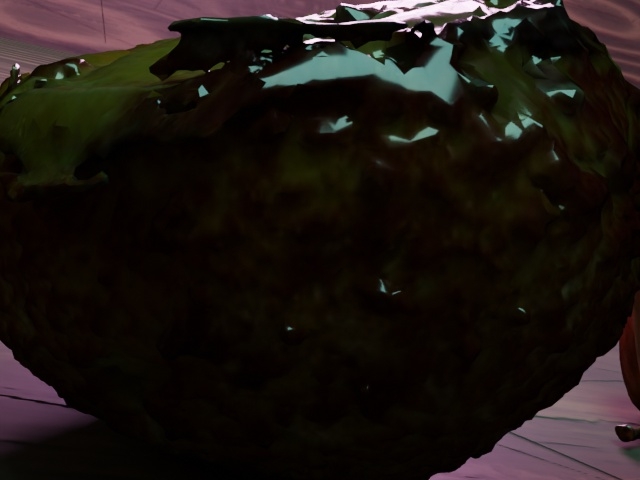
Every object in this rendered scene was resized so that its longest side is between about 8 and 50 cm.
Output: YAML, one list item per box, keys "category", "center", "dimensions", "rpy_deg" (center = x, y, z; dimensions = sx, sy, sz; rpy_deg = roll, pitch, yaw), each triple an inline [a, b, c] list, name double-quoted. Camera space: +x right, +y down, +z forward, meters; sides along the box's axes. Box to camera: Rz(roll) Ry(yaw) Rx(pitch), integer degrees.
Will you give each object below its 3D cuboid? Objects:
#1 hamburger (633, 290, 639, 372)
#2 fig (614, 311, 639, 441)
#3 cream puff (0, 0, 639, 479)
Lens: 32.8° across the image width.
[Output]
- category: "hamburger"
  center: [0.266, 0.043, 0.518]
  dimensions: [0.170, 0.302, 0.302]
  rpy_deg: [-5, 14, -5]
- category: "fig"
  center: [0.267, 0.083, 0.741]
  dimensions: [0.128, 0.128, 0.150]
  rpy_deg: [16, 31, 5]
- category: "cream puff"
  center: [0.005, -0.001, 0.525]
  dimensions: [0.350, 0.228, 0.350]
  rpy_deg: [-10, 13, 2]
